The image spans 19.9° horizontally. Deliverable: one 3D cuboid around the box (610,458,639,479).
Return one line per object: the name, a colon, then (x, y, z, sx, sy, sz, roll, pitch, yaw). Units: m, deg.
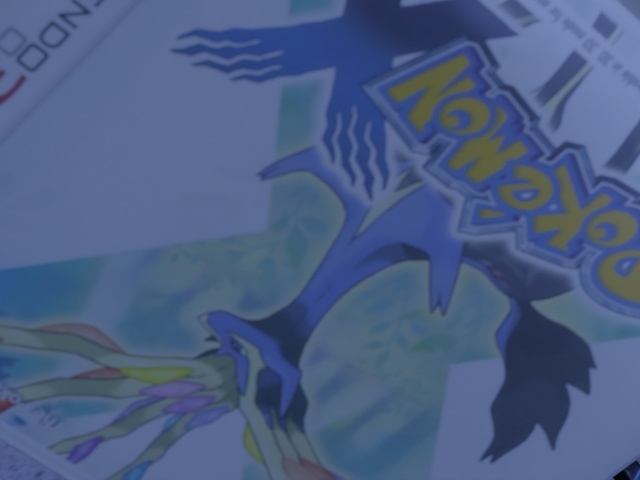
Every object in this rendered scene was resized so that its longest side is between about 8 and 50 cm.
box: (0.143, 0.019, 0.815, 0.147, 0.077, 0.180, -48, 125, -13)

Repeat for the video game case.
video game case: (0.000, 0.000, 0.676, 0.329, 0.036, 0.300, 36, 117, -25)
